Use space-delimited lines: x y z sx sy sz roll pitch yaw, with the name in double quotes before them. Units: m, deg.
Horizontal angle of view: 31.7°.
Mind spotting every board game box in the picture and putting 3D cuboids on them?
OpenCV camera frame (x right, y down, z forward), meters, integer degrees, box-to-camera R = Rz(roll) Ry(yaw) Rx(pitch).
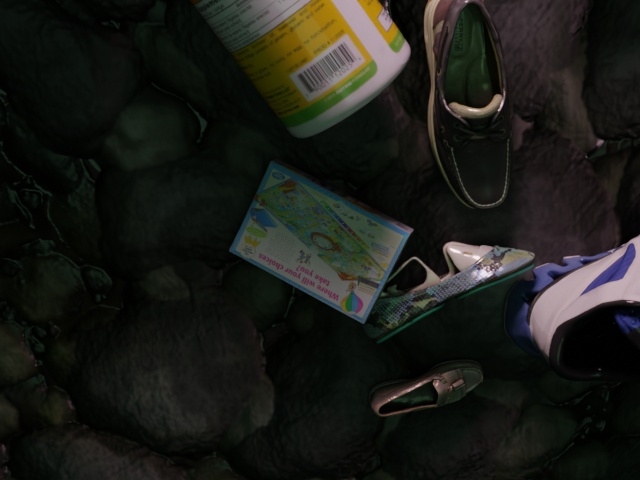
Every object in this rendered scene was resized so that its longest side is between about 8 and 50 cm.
"board game box" 0.000 0.000 1.110 0.154 0.026 0.103 28 105 7

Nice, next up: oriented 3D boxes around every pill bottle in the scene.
"pill bottle" -0.040 -0.225 0.999 0.136 0.136 0.245 -35 107 8

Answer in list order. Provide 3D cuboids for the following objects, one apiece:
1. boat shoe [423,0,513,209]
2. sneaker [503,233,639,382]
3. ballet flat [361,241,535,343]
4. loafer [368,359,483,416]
"boat shoe" 0.143 -0.129 1.074 0.080 0.073 0.223 -10 108 0
"sneaker" 0.340 0.051 1.089 0.315 0.182 0.127 -33 109 8
"ballet flat" 0.122 0.038 1.137 0.188 0.070 0.070 -27 108 2
"loafer" 0.113 0.161 1.187 0.125 0.039 0.045 -16 108 2
